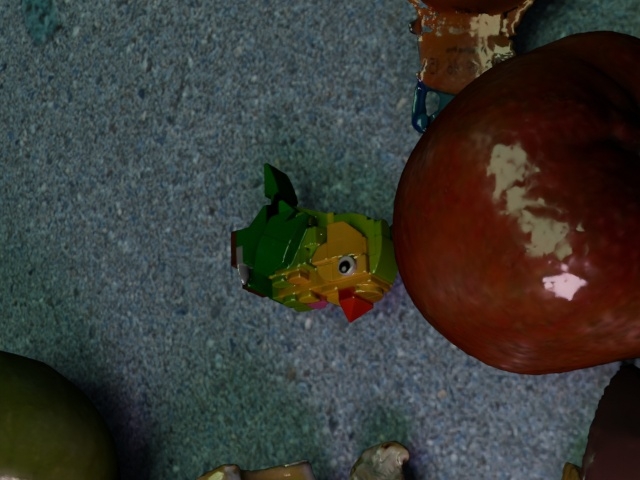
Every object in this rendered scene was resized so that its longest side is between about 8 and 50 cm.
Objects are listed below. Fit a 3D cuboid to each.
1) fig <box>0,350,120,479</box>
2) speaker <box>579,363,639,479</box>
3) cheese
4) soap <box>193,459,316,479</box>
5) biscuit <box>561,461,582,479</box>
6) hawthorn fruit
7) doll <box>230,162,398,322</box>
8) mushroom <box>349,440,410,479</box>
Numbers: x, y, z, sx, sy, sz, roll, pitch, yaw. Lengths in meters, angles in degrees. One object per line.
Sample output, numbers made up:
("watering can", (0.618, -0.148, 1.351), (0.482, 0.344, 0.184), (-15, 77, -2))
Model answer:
("fig", (-0.379, 0.247, 1.442), (0.316, 0.316, 0.316), (-8, 77, 36))
("speaker", (0.363, 0.164, 0.952), (0.329, 0.198, 0.259), (-1, 102, 31))
("cheese", (0.145, -0.261, 1.237), (0.217, 0.129, 0.329), (6, 97, 34))
("soap", (-0.093, 0.414, 1.245), (0.293, 0.156, 0.335), (-41, 58, 42))
("biscuit", (0.199, 0.306, 1.089), (0.033, 0.144, 0.224), (16, 92, -4))
("hawthorn fruit", (0.195, -0.023, 1.054), (0.311, 0.295, 0.295), (-16, 72, 30))
("doll", (-0.003, 0.008, 1.307), (0.186, 0.106, 0.134), (19, 82, 38))
("mushroom", (0.072, 0.301, 1.203), (0.116, 0.093, 0.225), (-32, 67, 52))
